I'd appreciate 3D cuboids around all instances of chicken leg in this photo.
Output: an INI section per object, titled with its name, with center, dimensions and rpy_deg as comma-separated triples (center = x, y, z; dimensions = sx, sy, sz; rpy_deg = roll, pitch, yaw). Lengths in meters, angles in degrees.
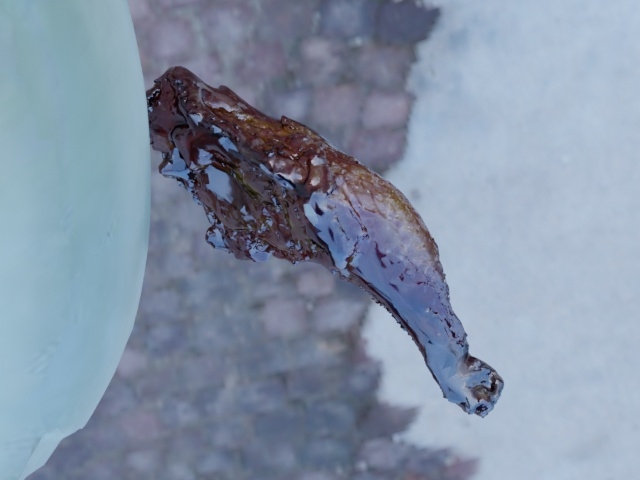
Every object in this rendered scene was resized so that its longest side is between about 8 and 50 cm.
[chicken leg]
center = 0.000, -0.005, 0.836
dimensions = 0.053, 0.205, 0.093
rpy_deg = -32, 150, -37

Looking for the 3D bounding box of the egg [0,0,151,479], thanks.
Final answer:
[egg]
center = -0.201, -0.065, 0.490
dimensions = 0.278, 0.278, 0.336
rpy_deg = -23, 115, 9
